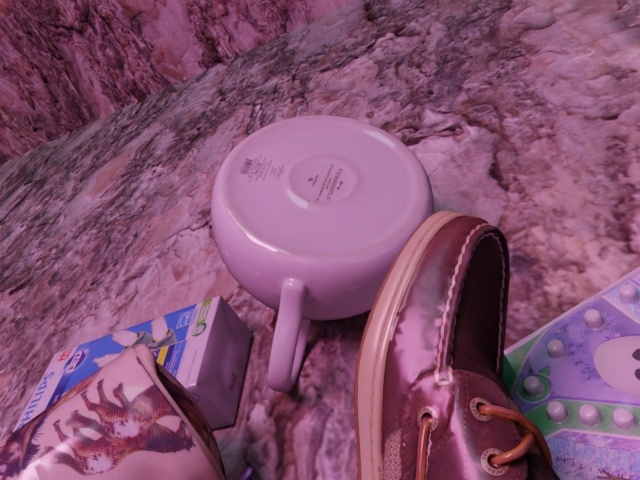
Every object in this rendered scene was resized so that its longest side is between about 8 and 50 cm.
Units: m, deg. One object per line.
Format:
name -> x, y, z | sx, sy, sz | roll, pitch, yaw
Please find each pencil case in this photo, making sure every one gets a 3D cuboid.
pencil case -> -0.243, 0.265, 0.396 | 0.410, 0.183, 0.160 | -38, 20, -27

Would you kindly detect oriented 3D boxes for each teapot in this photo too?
teapot -> 0.000, 0.000, 0.638 | 0.256, 0.187, 0.252 | -24, 55, -21

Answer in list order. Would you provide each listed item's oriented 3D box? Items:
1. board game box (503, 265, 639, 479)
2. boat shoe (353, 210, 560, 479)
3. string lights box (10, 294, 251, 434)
board game box -> 0.307, 0.112, 0.331 | 0.390, 0.050, 0.390 | -31, 31, -1
boat shoe -> 0.090, 0.141, 0.340 | 0.123, 0.123, 0.341 | -2, 62, 41
string lights box -> -0.218, 0.171, 0.670 | 0.260, 0.076, 0.133 | -20, 34, 18
